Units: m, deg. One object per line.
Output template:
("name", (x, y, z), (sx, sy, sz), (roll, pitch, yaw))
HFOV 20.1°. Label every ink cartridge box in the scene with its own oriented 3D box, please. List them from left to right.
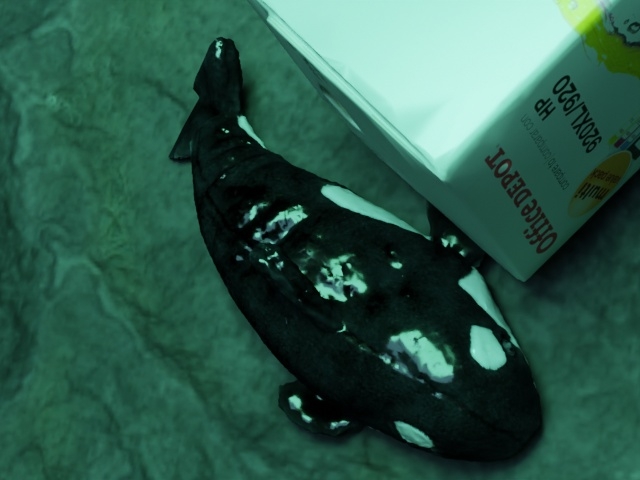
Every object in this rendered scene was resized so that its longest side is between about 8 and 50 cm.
("ink cartridge box", (0.106, -0.132, 0.884), (0.232, 0.171, 0.168), (-45, 63, 0))

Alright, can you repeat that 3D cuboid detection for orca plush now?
("orca plush", (0.000, 0.000, 0.952), (0.151, 0.102, 0.287), (-35, 64, 13))
